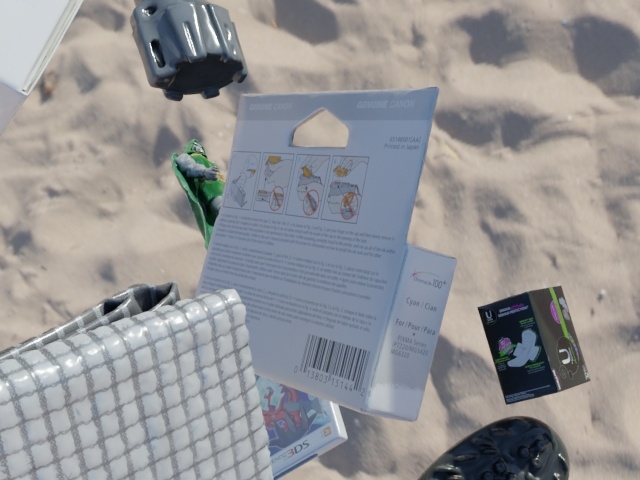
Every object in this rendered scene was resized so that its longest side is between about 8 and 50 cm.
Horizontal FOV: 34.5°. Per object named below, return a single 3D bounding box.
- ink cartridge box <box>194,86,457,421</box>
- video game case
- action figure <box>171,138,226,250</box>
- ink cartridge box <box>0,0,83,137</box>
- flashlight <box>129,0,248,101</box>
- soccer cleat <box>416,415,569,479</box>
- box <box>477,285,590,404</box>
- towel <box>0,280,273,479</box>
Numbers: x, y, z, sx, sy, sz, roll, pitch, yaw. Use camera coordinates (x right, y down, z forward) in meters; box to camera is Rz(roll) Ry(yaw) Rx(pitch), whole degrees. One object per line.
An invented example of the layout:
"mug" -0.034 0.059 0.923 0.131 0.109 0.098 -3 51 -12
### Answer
"ink cartridge box" 0.000 0.000 0.922 0.296 0.066 0.261 10 85 53
"video game case" -0.063 0.230 1.444 0.183 0.023 0.201 -34 51 21
"action figure" -0.117 -0.048 1.197 0.063 0.137 0.232 -47 46 11
"ink cartridge box" -0.302 -0.145 0.710 0.207 0.283 0.117 29 64 -19
"flashlight" -0.145 -0.279 0.984 0.103 0.103 0.304 -26 70 12
"soccer cleat" 0.087 0.278 0.860 0.108 0.116 0.318 38 76 7
"box" 0.175 0.085 0.843 0.052 0.062 0.083 -22 80 38
"towel" -0.161 0.186 0.755 0.235 0.284 0.121 -23 23 -36
